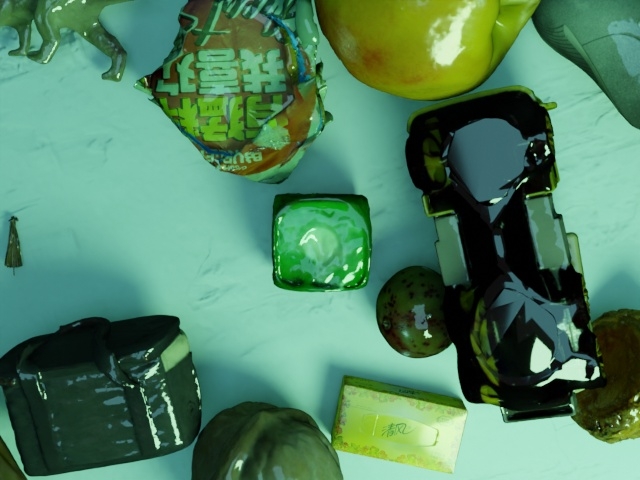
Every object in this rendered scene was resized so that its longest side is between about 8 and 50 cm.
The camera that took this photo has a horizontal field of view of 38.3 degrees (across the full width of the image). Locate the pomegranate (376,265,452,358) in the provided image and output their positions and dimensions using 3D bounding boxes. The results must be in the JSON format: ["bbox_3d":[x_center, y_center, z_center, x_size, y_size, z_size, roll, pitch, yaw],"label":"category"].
[{"bbox_3d":[0.138,0.096,1.240,0.130,0.130,0.130,0,96,1],"label":"pomegranate"}]

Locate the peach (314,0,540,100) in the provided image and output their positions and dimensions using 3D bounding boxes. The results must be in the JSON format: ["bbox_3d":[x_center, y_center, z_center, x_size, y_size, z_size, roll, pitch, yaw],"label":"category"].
[{"bbox_3d":[0.113,-0.325,1.114,0.308,0.289,0.289,40,96,22],"label":"peach"}]

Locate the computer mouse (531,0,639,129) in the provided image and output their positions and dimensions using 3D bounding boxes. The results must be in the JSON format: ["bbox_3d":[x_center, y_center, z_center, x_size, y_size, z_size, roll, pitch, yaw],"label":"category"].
[{"bbox_3d":[0.416,-0.248,1.170,0.167,0.090,0.379,-42,76,4],"label":"computer mouse"}]

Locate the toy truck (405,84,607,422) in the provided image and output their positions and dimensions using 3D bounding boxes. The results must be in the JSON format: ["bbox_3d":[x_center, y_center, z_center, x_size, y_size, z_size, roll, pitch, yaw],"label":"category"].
[{"bbox_3d":[0.243,0.013,1.168,0.181,0.254,0.405,-12,95,19],"label":"toy truck"}]

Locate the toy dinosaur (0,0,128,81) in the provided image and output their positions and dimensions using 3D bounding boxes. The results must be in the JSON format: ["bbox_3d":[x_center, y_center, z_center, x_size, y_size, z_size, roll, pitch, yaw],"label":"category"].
[{"bbox_3d":[-0.363,-0.316,1.224,0.294,0.077,0.162,15,96,0],"label":"toy dinosaur"}]

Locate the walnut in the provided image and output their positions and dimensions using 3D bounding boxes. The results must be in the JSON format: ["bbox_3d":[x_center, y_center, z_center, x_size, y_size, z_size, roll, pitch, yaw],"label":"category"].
[{"bbox_3d":[-0.070,0.321,1.229,0.224,0.224,0.224,0,96,1],"label":"walnut"}]

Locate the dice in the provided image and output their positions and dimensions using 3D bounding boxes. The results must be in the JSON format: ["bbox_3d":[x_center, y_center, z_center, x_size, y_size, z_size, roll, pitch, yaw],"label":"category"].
[{"bbox_3d":[0.000,0.000,1.232,0.131,0.120,0.128,0,95,-1],"label":"dice"}]

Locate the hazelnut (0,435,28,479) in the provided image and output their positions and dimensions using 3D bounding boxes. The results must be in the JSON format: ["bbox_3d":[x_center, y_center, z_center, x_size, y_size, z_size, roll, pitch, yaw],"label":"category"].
[{"bbox_3d":[-0.586,0.363,1.167,0.402,0.402,0.429,-17,85,3],"label":"hazelnut"}]

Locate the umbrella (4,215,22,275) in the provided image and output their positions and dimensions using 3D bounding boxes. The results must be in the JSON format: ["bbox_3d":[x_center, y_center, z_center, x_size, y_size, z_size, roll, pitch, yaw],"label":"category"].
[{"bbox_3d":[-0.429,0.008,1.287,0.020,0.031,0.083,8,95,32],"label":"umbrella"}]

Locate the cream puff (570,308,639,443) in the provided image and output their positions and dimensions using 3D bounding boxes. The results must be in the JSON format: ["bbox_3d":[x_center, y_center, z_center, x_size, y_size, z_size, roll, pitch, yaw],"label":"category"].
[{"bbox_3d":[0.441,0.198,1.240,0.169,0.183,0.183,23,97,-25],"label":"cream puff"}]

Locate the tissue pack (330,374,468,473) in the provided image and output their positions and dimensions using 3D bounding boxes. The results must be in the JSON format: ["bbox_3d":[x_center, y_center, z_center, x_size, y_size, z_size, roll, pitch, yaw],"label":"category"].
[{"bbox_3d":[0.108,0.256,1.286,0.176,0.062,0.095,12,96,-1],"label":"tissue pack"}]

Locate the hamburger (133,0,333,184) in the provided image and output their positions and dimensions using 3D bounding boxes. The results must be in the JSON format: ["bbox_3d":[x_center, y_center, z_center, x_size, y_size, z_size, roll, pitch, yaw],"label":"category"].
[{"bbox_3d":[-0.088,-0.232,1.210,0.260,0.150,0.276,29,112,15],"label":"hamburger"}]

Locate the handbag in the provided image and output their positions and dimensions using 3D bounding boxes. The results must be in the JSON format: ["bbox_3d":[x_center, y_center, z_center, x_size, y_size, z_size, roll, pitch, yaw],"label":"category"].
[{"bbox_3d":[-0.290,0.191,1.228,0.254,0.181,0.181,-9,105,5],"label":"handbag"}]
